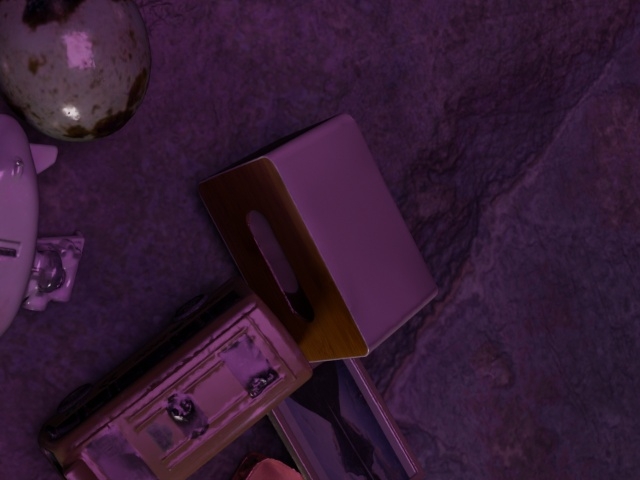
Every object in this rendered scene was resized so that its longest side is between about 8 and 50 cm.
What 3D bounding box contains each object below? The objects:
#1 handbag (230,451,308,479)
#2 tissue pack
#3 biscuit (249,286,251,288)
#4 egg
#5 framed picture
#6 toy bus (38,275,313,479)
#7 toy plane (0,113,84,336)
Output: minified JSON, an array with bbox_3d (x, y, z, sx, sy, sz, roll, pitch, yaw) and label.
[{"bbox_3d":[-0.033,0.365,1.222,0.212,0.059,0.157,35,74,-17],"label":"handbag"},{"bbox_3d":[-0.001,0.000,1.183,0.136,0.159,0.246,-33,101,-36],"label":"tissue pack"},{"bbox_3d":[-0.092,0.113,1.225,0.140,0.023,0.118,12,83,-22],"label":"biscuit"},{"bbox_3d":[-0.271,-0.216,1.083,0.169,0.169,0.231,-18,82,-23],"label":"egg"},{"bbox_3d":[0.029,0.238,1.240,0.150,0.015,0.203,-29,90,-37],"label":"framed picture"},{"bbox_3d":[-0.156,0.176,1.105,0.289,0.157,0.139,-37,102,-9],"label":"toy bus"},{"bbox_3d":[-0.352,-0.008,1.062,0.252,0.118,0.252,-10,105,-42],"label":"toy plane"}]
